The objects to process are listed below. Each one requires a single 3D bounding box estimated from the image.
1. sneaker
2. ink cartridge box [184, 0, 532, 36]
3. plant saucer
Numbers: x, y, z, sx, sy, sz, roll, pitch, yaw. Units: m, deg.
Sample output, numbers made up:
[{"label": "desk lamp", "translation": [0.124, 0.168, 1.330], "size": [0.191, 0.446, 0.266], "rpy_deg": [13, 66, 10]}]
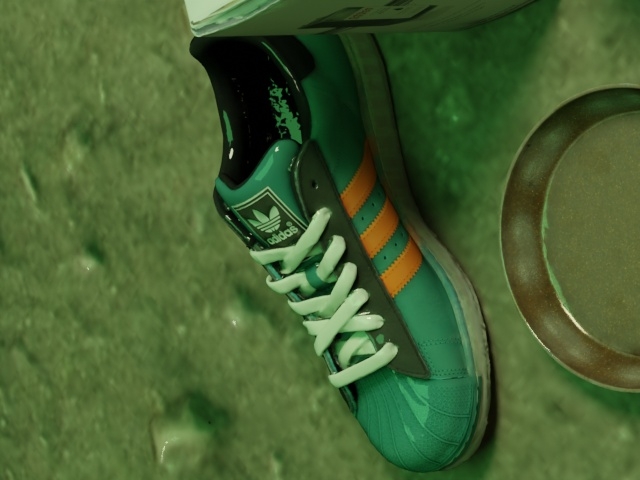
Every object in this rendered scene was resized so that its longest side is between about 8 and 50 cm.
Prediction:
[{"label": "sneaker", "translation": [0.000, 0.000, 1.149], "size": [0.108, 0.121, 0.302], "rpy_deg": [-30, 75, 40]}, {"label": "ink cartridge box", "translation": [0.017, -0.196, 1.047], "size": [0.092, 0.218, 0.158], "rpy_deg": [-21, 81, 41]}, {"label": "plant saucer", "translation": [0.172, -0.002, 1.058], "size": [0.168, 0.029, 0.168], "rpy_deg": [5, 97, 41]}]
